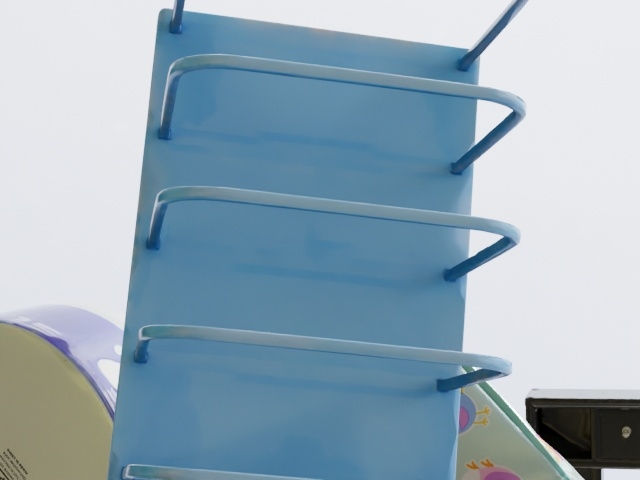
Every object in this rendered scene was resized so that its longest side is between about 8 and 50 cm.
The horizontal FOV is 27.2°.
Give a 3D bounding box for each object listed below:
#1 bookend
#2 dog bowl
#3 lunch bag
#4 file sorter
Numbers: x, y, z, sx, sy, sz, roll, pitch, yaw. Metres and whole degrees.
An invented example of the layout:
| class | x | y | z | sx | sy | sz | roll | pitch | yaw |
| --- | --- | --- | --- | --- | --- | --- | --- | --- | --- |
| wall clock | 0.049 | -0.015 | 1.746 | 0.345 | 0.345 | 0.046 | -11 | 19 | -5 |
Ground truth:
| class | x | y | z | sx | sy | sz | roll | pitch | yaw |
| --- | --- | --- | --- | --- | --- | --- | --- | --- | --- |
| bookend | 0.301 | 0.240 | 1.419 | 0.156 | 0.072 | 0.157 | 0 | -88 | 15 |
| dog bowl | -0.217 | 0.184 | 1.046 | 0.265 | 0.104 | 0.265 | 3 | -84 | 30 |
| lunch bag | 0.088 | 0.157 | 0.917 | 0.108 | 0.279 | 0.224 | -41 | -117 | -6 |
| file sorter | 0.000 | 0.000 | 0.421 | 0.118 | 0.104 | 0.170 | 6 | -101 | -8 |
